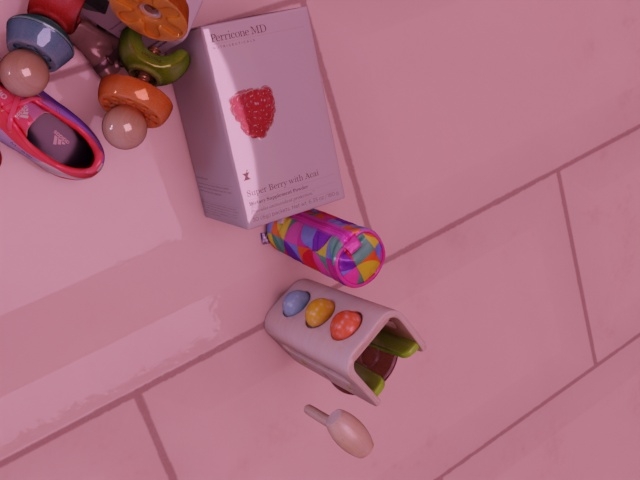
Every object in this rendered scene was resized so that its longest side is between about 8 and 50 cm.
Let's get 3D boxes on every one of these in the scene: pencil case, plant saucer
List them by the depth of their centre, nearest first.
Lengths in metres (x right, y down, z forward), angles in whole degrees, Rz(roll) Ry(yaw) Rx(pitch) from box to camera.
[{"bbox_3d":[0.000,0.000,1.205,0.104,0.236,0.105,-12,112,-33],"label":"pencil case"},{"bbox_3d":[0.086,0.214,1.404,0.168,0.029,0.169,-5,100,-29],"label":"plant saucer"}]

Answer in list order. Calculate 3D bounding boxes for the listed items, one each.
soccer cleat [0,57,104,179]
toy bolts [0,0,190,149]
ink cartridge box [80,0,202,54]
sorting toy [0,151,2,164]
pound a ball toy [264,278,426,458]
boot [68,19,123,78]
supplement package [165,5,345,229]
[{"bbox_3d":[-0.424,-0.187,0.984,0.318,0.116,0.109,37,79,-30],"label":"soccer cleat"},{"bbox_3d":[-0.290,-0.234,0.947,0.228,0.218,0.159,21,69,-13],"label":"toy bolts"},{"bbox_3d":[-0.289,-0.422,1.007,0.289,0.121,0.211,30,71,-30],"label":"ink cartridge box"},{"bbox_3d":[-0.478,-0.092,1.011,0.061,0.042,0.102,31,82,-31],"label":"sorting toy"},{"bbox_3d":[0.011,0.179,1.182,0.208,0.319,0.136,-47,117,-16],"label":"pound a ball toy"},{"bbox_3d":[-0.328,-0.276,1.072,0.118,0.042,0.087,-27,113,-24],"label":"boot"},{"bbox_3d":[-0.103,-0.188,1.140,0.177,0.175,0.293,-20,107,-26],"label":"supplement package"}]
